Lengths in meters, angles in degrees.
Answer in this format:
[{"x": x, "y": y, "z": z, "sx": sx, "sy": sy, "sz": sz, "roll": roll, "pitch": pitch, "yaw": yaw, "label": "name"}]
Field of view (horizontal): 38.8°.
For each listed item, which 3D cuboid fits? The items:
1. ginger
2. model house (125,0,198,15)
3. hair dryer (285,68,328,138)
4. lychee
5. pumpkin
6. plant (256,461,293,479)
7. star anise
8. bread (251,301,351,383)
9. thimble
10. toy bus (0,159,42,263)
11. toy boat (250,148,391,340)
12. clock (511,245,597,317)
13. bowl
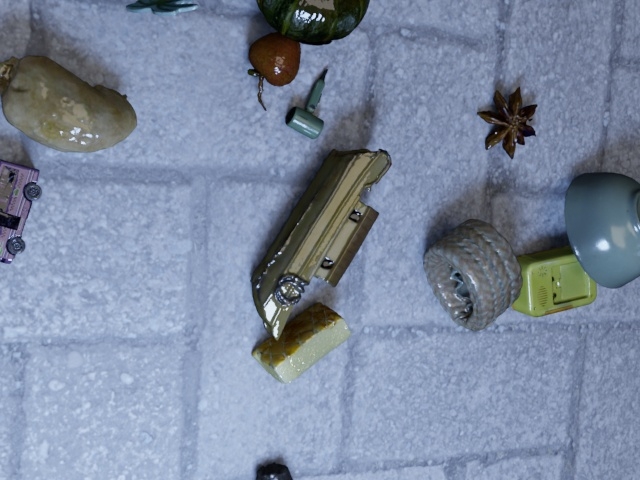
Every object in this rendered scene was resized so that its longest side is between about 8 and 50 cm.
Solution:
[{"x": -0.461, "y": -0.236, "z": 1.622, "sx": 0.267, "sy": 0.152, "sz": 0.138, "roll": 22, "pitch": 117, "yaw": -31, "label": "ginger"}, {"x": -0.280, "y": -0.544, "z": 1.530, "sx": 0.323, "sy": 0.340, "sz": 0.300, "roll": -18, "pitch": 118, "yaw": -7, "label": "model house"}, {"x": -0.013, "y": -0.290, "z": 1.876, "sx": 0.071, "sy": 0.047, "sz": 0.150, "roll": 27, "pitch": 80, "yaw": -25, "label": "hair dryer"}, {"x": -0.092, "y": -0.345, "z": 1.794, "sx": 0.114, "sy": 0.101, "sz": 0.140, "roll": 34, "pitch": 77, "yaw": -35, "label": "lychee"}, {"x": -0.016, "y": -0.486, "z": 1.764, "sx": 0.237, "sy": 0.159, "sz": 0.238, "roll": 6, "pitch": 67, "yaw": -15, "label": "pumpkin"}, {"x": -0.092, "y": 0.551, "z": 1.937, "sx": 0.094, "sy": 0.092, "sz": 0.143, "roll": -10, "pitch": 96, "yaw": -46, "label": "plant"}, {"x": 0.432, "y": -0.270, "z": 2.078, "sx": 0.167, "sy": 0.057, "sz": 0.168, "roll": -4, "pitch": 98, "yaw": -26, "label": "star anise"}, {"x": -0.039, "y": 0.212, "z": 1.887, "sx": 0.188, "sy": 0.125, "sz": 0.068, "roll": -35, "pitch": 112, "yaw": -16, "label": "bread"}, {"x": 0.341, "y": 0.076, "z": 2.007, "sx": 0.148, "sy": 0.196, "sz": 0.229, "roll": -34, "pitch": 109, "yaw": -18, "label": "thimble"}, {"x": -0.566, "y": -0.052, "z": 1.626, "sx": 0.098, "sy": 0.087, "sz": 0.178, "roll": 17, "pitch": 87, "yaw": -24, "label": "toy bus"}, {"x": 0.000, "y": 0.000, "z": 1.883, "sx": 0.162, "sy": 0.136, "sz": 0.446, "roll": 34, "pitch": 87, "yaw": -21, "label": "toy boat"}, {"x": 0.554, "y": 0.096, "z": 2.167, "sx": 0.202, "sy": 0.096, "sz": 0.144, "roll": -10, "pitch": 104, "yaw": -23, "label": "clock"}, {"x": 0.719, "y": -0.039, "z": 2.137, "sx": 0.289, "sy": 0.146, "sz": 0.289, "roll": 14, "pitch": 68, "yaw": -37, "label": "bowl"}]
